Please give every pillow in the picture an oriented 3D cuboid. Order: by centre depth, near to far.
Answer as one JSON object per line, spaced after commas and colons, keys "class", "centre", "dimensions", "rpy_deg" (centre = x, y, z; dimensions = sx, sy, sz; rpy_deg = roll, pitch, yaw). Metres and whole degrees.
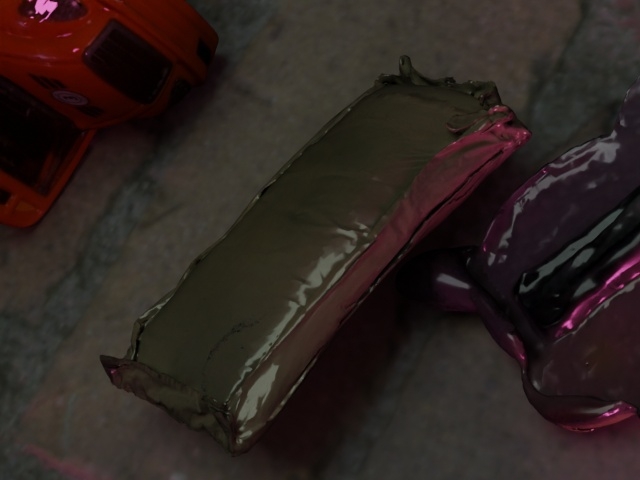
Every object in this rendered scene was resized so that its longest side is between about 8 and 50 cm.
{"class": "pillow", "centre": [0.000, 0.000, 0.733], "dimensions": [0.208, 0.053, 0.119], "rpy_deg": [-47, 25, -14]}

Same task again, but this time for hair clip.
{"class": "hair clip", "centre": [0.136, -0.004, 0.687], "dimensions": [0.187, 0.056, 0.146], "rpy_deg": [-47, 46, 9]}

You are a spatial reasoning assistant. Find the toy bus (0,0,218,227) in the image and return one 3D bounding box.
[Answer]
{"class": "toy bus", "centre": [-0.222, -0.097, 0.882], "dimensions": [0.329, 0.143, 0.153], "rpy_deg": [8, 75, 31]}
